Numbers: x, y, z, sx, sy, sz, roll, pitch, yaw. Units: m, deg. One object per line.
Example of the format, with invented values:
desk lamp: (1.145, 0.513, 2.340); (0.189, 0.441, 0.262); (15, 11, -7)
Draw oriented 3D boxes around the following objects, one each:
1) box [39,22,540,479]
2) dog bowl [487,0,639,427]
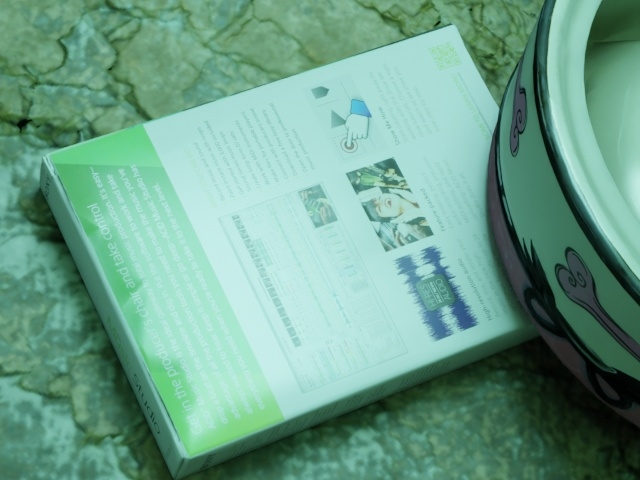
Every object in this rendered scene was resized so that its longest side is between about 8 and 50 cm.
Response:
box: (0.000, 0.000, 1.307); (0.322, 0.058, 0.232); (-19, 71, -22)
dog bowl: (0.294, -0.029, 1.303); (0.408, 0.150, 0.408); (12, 57, -20)
